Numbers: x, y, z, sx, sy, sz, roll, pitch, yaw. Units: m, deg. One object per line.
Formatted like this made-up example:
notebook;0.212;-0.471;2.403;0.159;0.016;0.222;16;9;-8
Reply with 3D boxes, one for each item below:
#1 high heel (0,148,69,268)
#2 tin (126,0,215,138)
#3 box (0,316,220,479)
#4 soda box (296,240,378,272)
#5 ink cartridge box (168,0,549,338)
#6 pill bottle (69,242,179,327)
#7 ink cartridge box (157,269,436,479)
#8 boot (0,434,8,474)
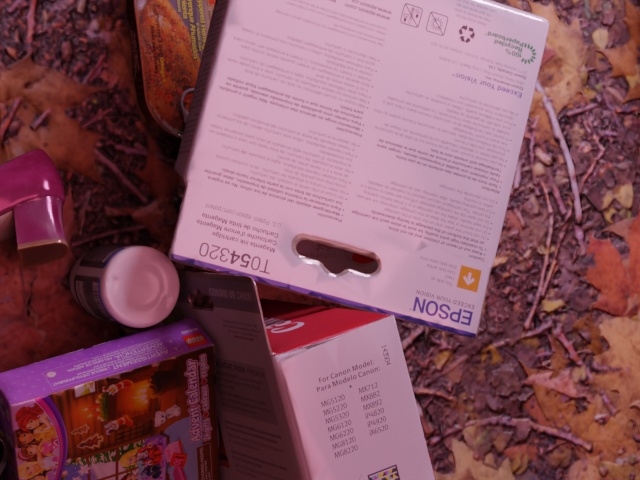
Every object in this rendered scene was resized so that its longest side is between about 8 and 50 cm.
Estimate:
high heel;-0.363;-0.023;1.660;0.244;0.082;0.117;-11;60;-9
tin;-0.137;-0.195;1.764;0.106;0.040;0.190;-7;94;-20
box;-0.195;0.231;1.668;0.201;0.057;0.293;-16;125;-23
soda box;0.000;0.000;1.810;0.216;0.074;0.069;0;91;-25
ink cartridge box;0.033;-0.101;1.690;0.324;0.071;0.330;16;85;-18
pill bottle;-0.193;0.042;1.688;0.078;0.137;0.078;-1;92;-24
ink cartridge box;-0.034;0.142;1.668;0.130;0.309;0.272;-18;99;-23
boot;-0.364;0.282;1.601;0.083;0.161;0.246;20;83;-23
